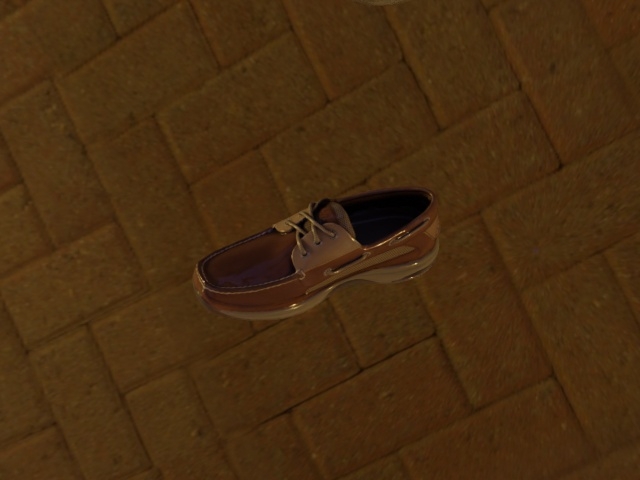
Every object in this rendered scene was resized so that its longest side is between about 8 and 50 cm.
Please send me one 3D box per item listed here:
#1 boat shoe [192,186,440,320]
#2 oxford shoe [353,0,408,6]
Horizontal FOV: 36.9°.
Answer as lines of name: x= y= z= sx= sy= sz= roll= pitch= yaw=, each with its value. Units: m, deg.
boat shoe: x=0.000 y=0.000 z=1.155 sx=0.324 sy=0.116 sz=0.123 roll=-17 pitch=51 yaw=-23
oxford shoe: x=0.163 y=-0.357 z=0.775 sx=0.449 sy=0.130 sz=0.169 roll=-41 pitch=85 yaw=5
